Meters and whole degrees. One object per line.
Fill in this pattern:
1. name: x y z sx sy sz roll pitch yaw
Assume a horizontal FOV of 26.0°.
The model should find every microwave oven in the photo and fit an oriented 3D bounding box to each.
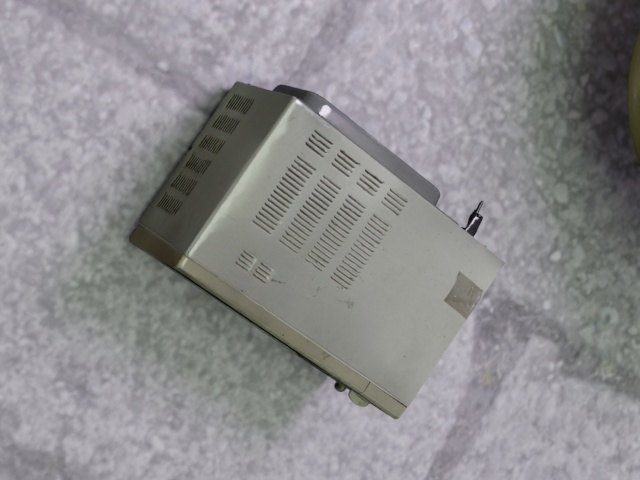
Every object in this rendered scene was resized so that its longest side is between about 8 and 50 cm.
1. microwave oven: 0.000 0.000 1.142 0.240 0.145 0.194 36 83 -25

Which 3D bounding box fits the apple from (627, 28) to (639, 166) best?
1. apple: 0.504 -0.144 1.177 0.473 0.473 0.473 -5 102 -23
